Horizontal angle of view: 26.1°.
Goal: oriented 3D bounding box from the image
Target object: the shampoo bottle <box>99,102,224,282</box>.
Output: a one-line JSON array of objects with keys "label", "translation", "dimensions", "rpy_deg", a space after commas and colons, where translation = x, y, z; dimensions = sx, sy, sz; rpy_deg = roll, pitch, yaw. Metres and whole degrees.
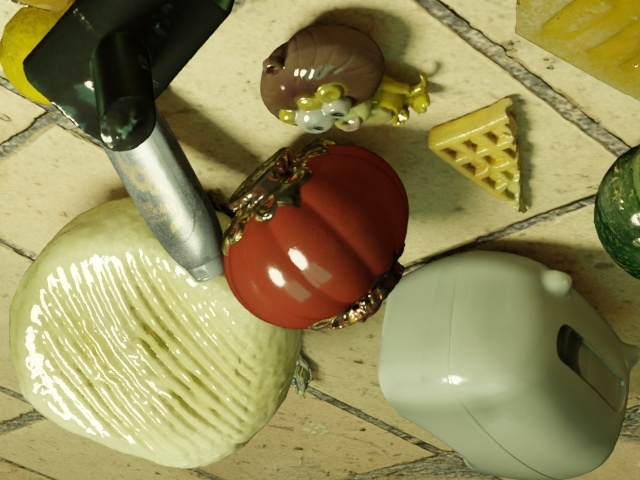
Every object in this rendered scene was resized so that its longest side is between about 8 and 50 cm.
[{"label": "shampoo bottle", "translation": [-0.175, -0.061, 1.536], "dimensions": [0.087, 0.049, 0.234], "rpy_deg": [-15, 112, 35]}]

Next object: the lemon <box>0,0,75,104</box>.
[{"label": "lemon", "translation": [-0.261, -0.189, 1.387], "dimensions": [0.133, 0.109, 0.109], "rpy_deg": [0, 150, 3]}]

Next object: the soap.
[{"label": "soap", "translation": [0.286, -0.208, 1.230], "dimensions": [0.257, 0.080, 0.160], "rpy_deg": [22, 148, -23]}]

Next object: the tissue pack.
[{"label": "tissue pack", "translation": [0.249, 0.162, 1.740], "dimensions": [0.236, 0.229, 0.333], "rpy_deg": [-11, 145, 35]}]

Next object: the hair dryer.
[{"label": "hair dryer", "translation": [-0.134, -0.175, 1.166], "dimensions": [0.116, 0.302, 0.244], "rpy_deg": [37, 103, -24]}]

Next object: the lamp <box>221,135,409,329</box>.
[{"label": "lamp", "translation": [0.000, 0.000, 1.529], "dimensions": [0.227, 0.227, 0.227], "rpy_deg": [7, 151, 4]}]

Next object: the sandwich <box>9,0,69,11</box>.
[{"label": "sandwich", "translation": [-0.294, -0.314, 1.177], "dimensions": [0.220, 0.108, 0.186], "rpy_deg": [18, 150, -14]}]

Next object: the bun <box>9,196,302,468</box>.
[{"label": "bun", "translation": [-0.203, 0.106, 1.731], "dimensions": [0.352, 0.227, 0.349], "rpy_deg": [-31, 103, 14]}]

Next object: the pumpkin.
[{"label": "pumpkin", "translation": [0.384, -0.030, 1.452], "dimensions": [0.190, 0.146, 0.190], "rpy_deg": [-1, 130, -2]}]

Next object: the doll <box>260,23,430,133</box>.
[{"label": "doll", "translation": [0.028, -0.156, 1.387], "dimensions": [0.188, 0.096, 0.145], "rpy_deg": [5, 160, -14]}]

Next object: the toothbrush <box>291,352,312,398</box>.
[{"label": "toothbrush", "translation": [-0.056, 0.115, 1.940], "dimensions": [0.035, 0.042, 0.413], "rpy_deg": [2, 148, 12]}]

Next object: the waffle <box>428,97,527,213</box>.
[{"label": "waffle", "translation": [0.219, -0.086, 1.521], "dimensions": [0.125, 0.032, 0.191], "rpy_deg": [-22, 140, 39]}]
